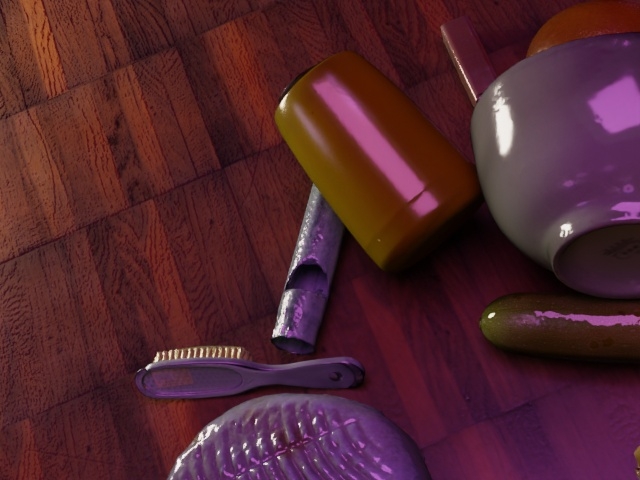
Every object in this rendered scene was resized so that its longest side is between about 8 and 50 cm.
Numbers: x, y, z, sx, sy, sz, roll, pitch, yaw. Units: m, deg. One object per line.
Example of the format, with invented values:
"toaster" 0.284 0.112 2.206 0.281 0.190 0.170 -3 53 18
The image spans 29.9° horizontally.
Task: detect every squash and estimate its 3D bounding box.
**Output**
"squash" 0.357 0.102 1.424 0.341 0.094 0.094 3 63 15

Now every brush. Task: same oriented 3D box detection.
"brush" -0.089 0.160 1.532 0.297 0.068 0.060 -2 40 9

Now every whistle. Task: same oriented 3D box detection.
"whistle" 0.000 0.000 1.589 0.062 0.062 0.312 6 64 17

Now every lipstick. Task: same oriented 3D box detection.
"lipstick" 0.213 -0.245 1.677 0.045 0.045 0.145 -21 58 4

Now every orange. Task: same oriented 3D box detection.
"orange" 0.364 -0.215 1.542 0.206 0.206 0.206 -6 61 11

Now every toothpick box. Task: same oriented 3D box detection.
"toothpick box" 0.068 -0.109 1.524 0.175 0.175 0.271 -38 80 -8

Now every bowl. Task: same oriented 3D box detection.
"bowl" 0.345 -0.054 1.356 0.354 0.354 0.185 -3 58 13

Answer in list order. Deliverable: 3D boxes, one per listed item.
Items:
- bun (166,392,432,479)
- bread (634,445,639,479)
"bun" -0.017 0.339 1.332 0.354 0.194 0.354 -7 62 14
"bread" 0.553 0.198 1.136 0.394 0.361 0.250 -41 103 -11
